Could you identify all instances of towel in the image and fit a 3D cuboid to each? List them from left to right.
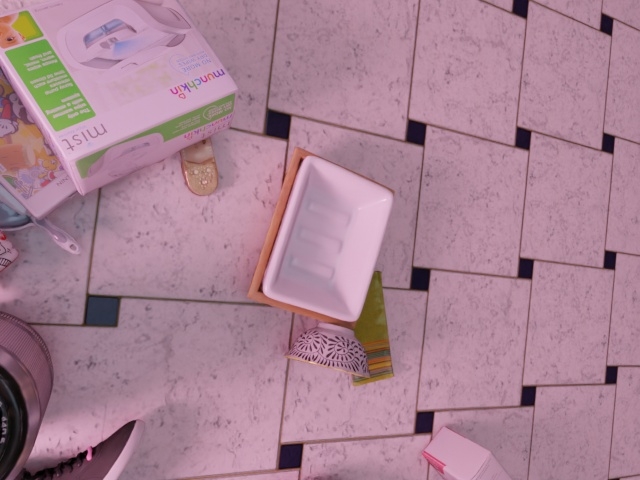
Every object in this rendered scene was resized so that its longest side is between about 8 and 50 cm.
[{"bbox_3d":[0.102,0.189,1.023,0.102,0.021,0.238,-9,94,-25],"label":"towel"}]

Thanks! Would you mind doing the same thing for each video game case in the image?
[{"bbox_3d":[-0.431,-0.179,0.734,0.227,0.026,0.206,47,66,-6],"label":"video game case"}]

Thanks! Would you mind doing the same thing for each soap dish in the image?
[{"bbox_3d":[0.000,0.000,0.919,0.228,0.118,0.291,20,83,-23],"label":"soap dish"}]

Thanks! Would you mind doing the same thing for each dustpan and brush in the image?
[{"bbox_3d":[-0.460,-0.052,0.738,0.211,0.060,0.147,45,74,-18],"label":"dustpan and brush"}]

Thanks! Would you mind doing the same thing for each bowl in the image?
[{"bbox_3d":[0.022,0.205,0.912,0.170,0.170,0.080,21,73,-23],"label":"bowl"}]

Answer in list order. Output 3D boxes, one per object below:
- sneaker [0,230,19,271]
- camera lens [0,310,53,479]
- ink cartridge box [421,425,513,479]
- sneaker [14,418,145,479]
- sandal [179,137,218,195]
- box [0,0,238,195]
[{"bbox_3d":[-0.570,0.059,0.665,0.270,0.090,0.145,-38,117,-7],"label":"sneaker"},{"bbox_3d":[-0.478,0.208,0.618,0.219,0.274,0.220,-1,91,-24],"label":"camera lens"},{"bbox_3d":[0.357,0.545,1.071,0.092,0.158,0.218,-43,108,-19],"label":"ink cartridge box"},{"bbox_3d":[-0.424,0.375,0.741,0.147,0.104,0.296,47,68,-10],"label":"sneaker"},{"bbox_3d":[-0.228,-0.198,0.831,0.088,0.079,0.240,-20,99,-23],"label":"sandal"},{"bbox_3d":[-0.298,-0.234,0.709,0.261,0.127,0.231,-31,84,-24],"label":"box"}]
